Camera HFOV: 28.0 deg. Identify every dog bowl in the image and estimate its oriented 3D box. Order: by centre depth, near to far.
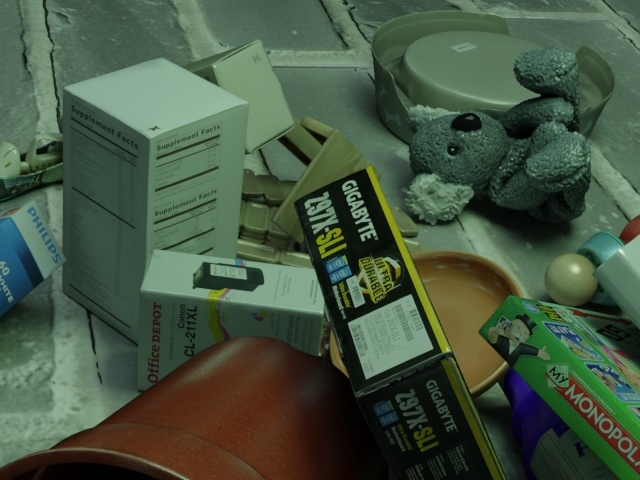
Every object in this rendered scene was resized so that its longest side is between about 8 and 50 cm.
[{"bbox_3d":[0.236,-0.215,1.829,0.348,0.102,0.349,6,31,-4],"label":"dog bowl"}]

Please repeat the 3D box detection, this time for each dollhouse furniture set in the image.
[{"bbox_3d":[-0.027,-0.067,1.496,0.151,0.123,0.144,29,-7,42],"label":"dollhouse furniture set"}]

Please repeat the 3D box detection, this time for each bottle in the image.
[{"bbox_3d":[0.246,0.199,1.165,0.118,0.092,0.283,2,31,-20],"label":"bottle"}]

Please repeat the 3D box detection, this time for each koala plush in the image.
[{"bbox_3d":[0.212,-0.105,1.592,0.221,0.203,0.196,-5,59,6],"label":"koala plush"}]

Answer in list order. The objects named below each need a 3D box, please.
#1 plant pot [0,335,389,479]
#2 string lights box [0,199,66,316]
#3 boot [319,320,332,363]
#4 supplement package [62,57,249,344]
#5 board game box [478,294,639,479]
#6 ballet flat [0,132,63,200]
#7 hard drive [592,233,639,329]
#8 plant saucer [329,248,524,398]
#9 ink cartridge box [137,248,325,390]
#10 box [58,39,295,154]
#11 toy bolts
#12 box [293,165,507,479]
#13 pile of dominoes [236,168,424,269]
[{"bbox_3d":[-0.082,0.213,0.940,0.272,0.272,0.265,17,24,15],"label":"plant pot"},{"bbox_3d":[-0.373,0.062,1.221,0.133,0.077,0.260,-15,20,30],"label":"string lights box"},{"bbox_3d":[0.020,0.085,1.355,0.114,0.037,0.106,-18,52,-30],"label":"boot"},{"bbox_3d":[-0.172,-0.041,1.321,0.139,0.244,0.134,31,38,32],"label":"supplement package"},{"bbox_3d":[0.290,0.146,1.131,0.213,0.046,0.317,46,18,29],"label":"board game box"},{"bbox_3d":[-0.354,-0.095,1.542,0.188,0.070,0.070,-22,42,-38],"label":"ballet flat"},{"bbox_3d":[0.414,0.126,1.175,0.353,0.047,0.233,51,33,10],"label":"hard drive"},{"bbox_3d":[0.108,0.094,1.275,0.200,0.037,0.200,-13,44,13],"label":"plant saucer"},{"bbox_3d":[-0.086,0.088,1.241,0.175,0.127,0.072,7,34,0],"label":"ink cartridge box"},{"bbox_3d":[-0.170,-0.137,1.484,0.275,0.113,0.094,-13,16,41],"label":"box"},{"bbox_3d":[0.351,0.028,1.387,0.158,0.218,0.228,-15,19,-22],"label":"toy bolts"},{"bbox_3d":[0.086,0.137,1.021,0.079,0.322,0.257,-24,33,2],"label":"box"},{"bbox_3d":[0.000,0.000,1.513,0.251,0.040,0.196,13,30,-6],"label":"pile of dominoes"}]
